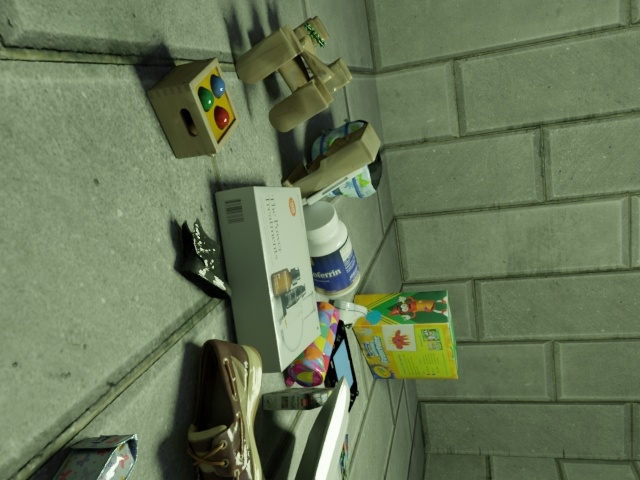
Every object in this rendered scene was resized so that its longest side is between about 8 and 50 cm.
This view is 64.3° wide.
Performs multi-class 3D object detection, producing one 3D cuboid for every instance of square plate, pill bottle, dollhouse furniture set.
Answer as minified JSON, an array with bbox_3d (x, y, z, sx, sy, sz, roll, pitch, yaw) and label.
[{"bbox_3d":[-0.018,0.513,1.076,0.347,0.049,0.344,109,1,-47],"label":"square plate"},{"bbox_3d":[0.015,0.026,1.455,0.153,0.153,0.265,-77,155,-46],"label":"pill bottle"},{"bbox_3d":[-0.053,-0.345,1.357,0.394,0.256,0.362,56,26,-17],"label":"dollhouse furniture set"}]

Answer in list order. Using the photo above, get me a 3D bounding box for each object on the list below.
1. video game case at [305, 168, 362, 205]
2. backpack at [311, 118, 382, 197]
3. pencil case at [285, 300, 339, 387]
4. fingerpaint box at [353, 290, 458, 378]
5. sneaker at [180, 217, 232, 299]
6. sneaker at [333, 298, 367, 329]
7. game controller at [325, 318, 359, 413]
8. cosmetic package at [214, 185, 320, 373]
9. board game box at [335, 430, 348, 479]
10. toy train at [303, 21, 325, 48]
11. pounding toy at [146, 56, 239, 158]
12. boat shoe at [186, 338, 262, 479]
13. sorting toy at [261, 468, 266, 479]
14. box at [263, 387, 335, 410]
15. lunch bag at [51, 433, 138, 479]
[{"bbox_3d":[0.030,-0.173,1.454,0.022,0.173,0.190,56,5,-17],"label":"video game case"},{"bbox_3d":[0.100,-0.263,1.714,0.355,0.273,0.290,-117,-160,-77],"label":"backpack"},{"bbox_3d":[-0.019,0.271,1.341,0.236,0.104,0.104,-68,148,-48],"label":"pencil case"},{"bbox_3d":[0.361,0.399,2.103,0.445,0.370,0.163,66,25,-45],"label":"fingerpaint box"},{"bbox_3d":[-0.201,0.039,0.921,0.170,0.051,0.089,53,41,-55],"label":"sneaker"},{"bbox_3d":[0.095,0.263,1.792,0.258,0.094,0.091,29,76,-65],"label":"sneaker"},{"bbox_3d":[0.063,0.419,1.645,0.166,0.067,0.319,-61,142,-61],"label":"game controller"},{"bbox_3d":[-0.104,0.070,1.143,0.284,0.097,0.378,-22,104,-75],"label":"cosmetic package"},{"bbox_3d":[0.035,0.725,1.484,0.193,0.053,0.306,37,50,-66],"label":"board game box"},{"bbox_3d":[-0.015,-0.511,1.264,0.083,0.017,0.024,36,27,-45],"label":"toy train"},{"bbox_3d":[-0.198,-0.236,0.938,0.206,0.094,0.181,-73,152,-50],"label":"pounding toy"},{"bbox_3d":[-0.174,0.332,0.840,0.123,0.123,0.342,36,49,-50],"label":"boat shoe"},{"bbox_3d":[-0.105,0.546,0.960,0.193,0.038,0.208,173,-86,-75],"label":"sorting toy"},{"bbox_3d":[-0.045,0.378,1.223,0.207,0.114,0.036,33,54,-68],"label":"box"},{"bbox_3d":[-0.267,0.268,0.607,0.083,0.071,0.053,-67,144,-53],"label":"lunch bag"}]
